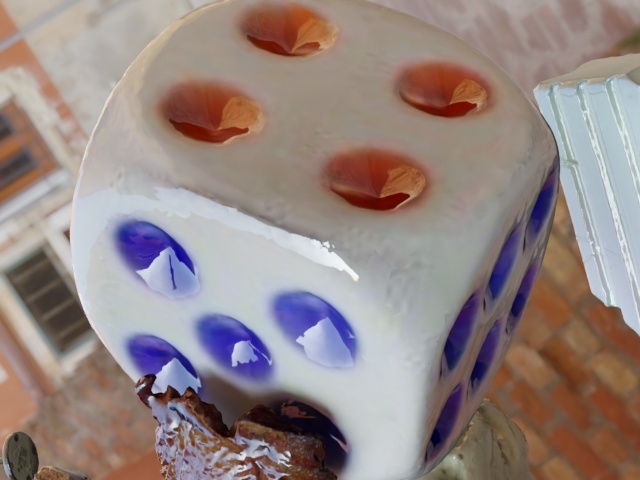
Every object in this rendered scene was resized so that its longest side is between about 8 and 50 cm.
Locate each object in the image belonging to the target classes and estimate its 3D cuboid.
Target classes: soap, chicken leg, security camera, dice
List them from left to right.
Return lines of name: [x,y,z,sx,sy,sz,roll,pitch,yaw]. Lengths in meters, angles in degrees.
security camera: [-0.330,0.221,1.471,0.058,0.092,0.058,-14,-90,-70]
chicken leg: [-0.110,0.198,1.167,0.177,0.083,0.322,51,135,2]
dice: [0.000,0.000,1.179,0.304,0.277,0.304,24,138,18]
soap: [0.410,-0.054,1.878,0.208,0.115,0.346,1,112,61]

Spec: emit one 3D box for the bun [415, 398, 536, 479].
bun: [0.061,0.245,1.483,0.362,0.326,0.234,-65,-16,-79]
